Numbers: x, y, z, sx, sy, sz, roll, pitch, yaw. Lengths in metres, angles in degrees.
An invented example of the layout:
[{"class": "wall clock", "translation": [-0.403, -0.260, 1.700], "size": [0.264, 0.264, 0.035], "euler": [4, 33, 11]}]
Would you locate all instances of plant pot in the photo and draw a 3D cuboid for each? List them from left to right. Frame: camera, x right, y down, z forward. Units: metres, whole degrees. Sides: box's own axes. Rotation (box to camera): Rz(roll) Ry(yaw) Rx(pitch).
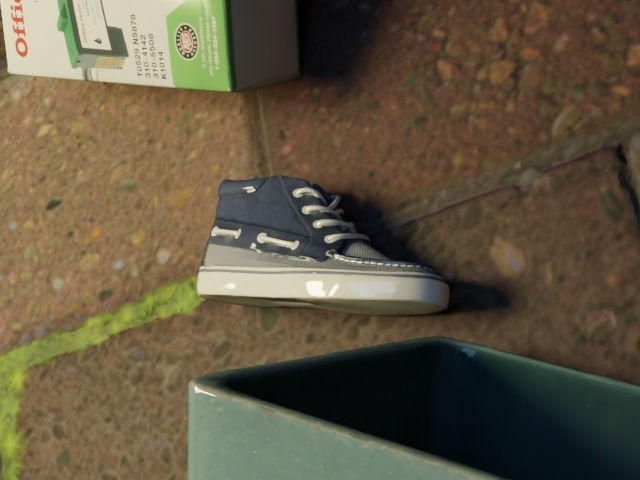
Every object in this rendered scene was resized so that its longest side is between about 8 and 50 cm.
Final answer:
[{"class": "plant pot", "translation": [0.085, 0.203, 0.617], "size": [0.247, 0.247, 0.252], "euler": [14, 98, 33]}]

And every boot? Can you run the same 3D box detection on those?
[{"class": "boot", "translation": [0.000, 0.000, 0.826], "size": [0.190, 0.069, 0.086], "euler": [2, 79, 33]}]

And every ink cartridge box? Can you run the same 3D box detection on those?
[{"class": "ink cartridge box", "translation": [-0.130, -0.196, 0.918], "size": [0.219, 0.092, 0.160], "euler": [8, 110, 33]}]
